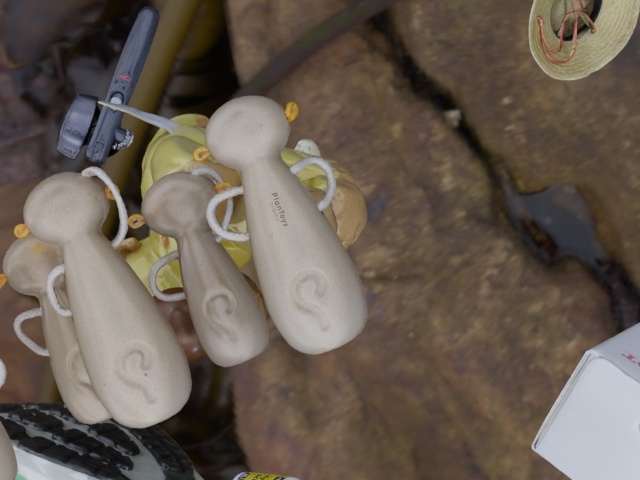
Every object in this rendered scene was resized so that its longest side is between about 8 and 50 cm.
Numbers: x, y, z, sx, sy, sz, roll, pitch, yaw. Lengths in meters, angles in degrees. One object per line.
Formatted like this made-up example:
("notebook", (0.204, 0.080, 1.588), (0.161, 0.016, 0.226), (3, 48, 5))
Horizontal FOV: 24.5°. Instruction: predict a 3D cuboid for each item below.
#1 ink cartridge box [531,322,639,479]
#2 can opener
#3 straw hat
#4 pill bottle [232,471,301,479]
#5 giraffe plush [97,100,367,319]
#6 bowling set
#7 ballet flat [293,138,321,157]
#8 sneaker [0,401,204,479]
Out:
("ink cartridge box", (0.265, 0.128, 1.006), (0.154, 0.212, 0.093), (36, 115, 23))
("can opener", (-0.212, -0.164, 1.559), (0.073, 0.059, 0.186), (28, 79, -18))
("straw hat", (0.251, -0.238, 1.505), (0.061, 0.145, 0.144), (34, 120, 55))
("pill bottle", (-0.055, 0.330, 1.870), (0.116, 0.065, 0.065), (0, 102, 35))
("giraffe plush", (-0.087, 0.011, 1.070), (0.210, 0.181, 0.170), (22, 104, 18))
("bowling set", (-0.127, 0.027, 0.909), (0.287, 0.200, 0.154), (-23, 96, -5))
("ballet flat", (0.000, 0.000, 1.233), (0.049, 0.057, 0.173), (1, 105, 28))
("sneaker", (-0.142, 0.231, 0.972), (0.410, 0.158, 0.182), (26, 101, 41))
